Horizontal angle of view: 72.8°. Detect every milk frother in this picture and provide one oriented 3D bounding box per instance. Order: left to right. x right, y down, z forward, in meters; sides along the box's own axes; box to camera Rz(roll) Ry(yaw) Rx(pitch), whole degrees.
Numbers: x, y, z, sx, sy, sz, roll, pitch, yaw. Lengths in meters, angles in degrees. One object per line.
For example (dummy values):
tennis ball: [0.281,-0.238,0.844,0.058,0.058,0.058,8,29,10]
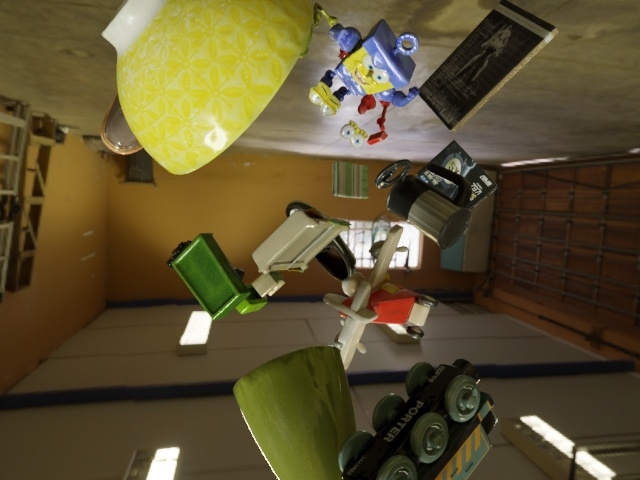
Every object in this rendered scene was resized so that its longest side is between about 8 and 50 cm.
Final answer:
milk frother: [0.178,-0.068,0.764,0.143,0.129,0.135,-11,-141,-39]

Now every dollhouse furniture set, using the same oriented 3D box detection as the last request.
dollhouse furniture set: [-0.115,0.007,0.902,0.301,0.151,0.198,-43,164,16]

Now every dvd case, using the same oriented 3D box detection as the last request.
dvd case: [0.290,-0.319,0.794,0.018,0.221,0.164,26,-150,-35]

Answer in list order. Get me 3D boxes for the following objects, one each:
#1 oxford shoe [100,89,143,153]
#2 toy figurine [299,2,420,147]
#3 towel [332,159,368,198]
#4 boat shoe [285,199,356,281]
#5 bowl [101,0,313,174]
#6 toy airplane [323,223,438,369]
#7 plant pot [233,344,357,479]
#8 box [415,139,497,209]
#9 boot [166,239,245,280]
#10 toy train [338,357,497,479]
oxford shoe: [-0.340,-0.344,0.934,0.130,0.363,0.133,37,165,-19]
toy figurine: [0.084,-0.361,0.802,0.362,0.191,0.217,45,152,-27]
towel: [0.096,-0.192,1.394,0.152,0.113,0.023,1,-179,-42]
boat shoe: [0.000,0.000,1.048,0.084,0.233,0.079,-34,-168,30]
bowl: [-0.165,-0.244,0.539,0.156,0.289,0.290,36,164,-36]
toy airplane: [0.148,0.184,1.361,0.386,0.384,0.272,-37,-139,-17]
plant pot: [-0.027,0.436,0.992,0.275,0.293,0.274,-18,149,-11]
box: [0.394,-0.172,1.258,0.147,0.180,0.078,-42,165,20]
boot: [-0.357,0.093,1.308,0.207,0.094,0.246,31,152,-15]
toy train: [0.173,0.356,0.734,0.334,0.190,0.142,-37,-161,-27]
